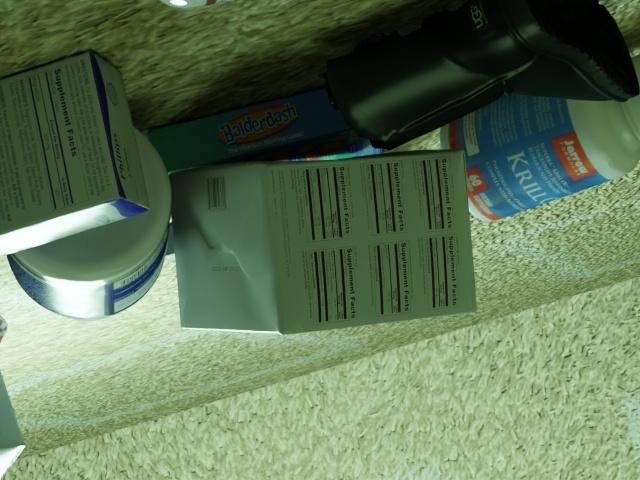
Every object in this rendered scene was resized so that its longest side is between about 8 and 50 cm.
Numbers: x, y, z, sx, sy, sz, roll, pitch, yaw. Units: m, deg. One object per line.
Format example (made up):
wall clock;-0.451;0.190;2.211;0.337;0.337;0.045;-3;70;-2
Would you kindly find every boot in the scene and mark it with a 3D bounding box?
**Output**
boot;0.139;-0.145;1.609;0.207;0.094;0.246;-24;159;29

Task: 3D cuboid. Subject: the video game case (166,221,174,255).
video game case;-0.031;-0.034;1.970;0.248;0.035;0.275;-13;178;-16

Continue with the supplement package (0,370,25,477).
supplement package;-0.419;0.138;1.808;0.145;0.262;0.204;-7;153;-35

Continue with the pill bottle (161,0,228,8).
pill bottle;-0.043;-0.201;1.074;0.216;0.121;0.121;-11;168;-10

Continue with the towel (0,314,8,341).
towel;-0.409;0.129;1.948;0.029;0.144;0.197;11;112;-54

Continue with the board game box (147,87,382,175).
board game box;-0.048;-0.090;1.775;0.210;0.047;0.160;-14;169;0

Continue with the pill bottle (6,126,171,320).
pill bottle;-0.215;-0.010;1.700;0.153;0.153;0.264;-12;168;-9

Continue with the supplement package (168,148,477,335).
supplement package;0.000;0.000;1.663;0.203;0.149;0.194;-6;-178;-31

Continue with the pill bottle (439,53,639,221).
pill bottle;0.241;-0.108;1.838;0.221;0.124;0.124;-21;166;29

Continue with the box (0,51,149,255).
box;-0.220;-0.068;1.487;0.137;0.126;0.072;-16;167;13
